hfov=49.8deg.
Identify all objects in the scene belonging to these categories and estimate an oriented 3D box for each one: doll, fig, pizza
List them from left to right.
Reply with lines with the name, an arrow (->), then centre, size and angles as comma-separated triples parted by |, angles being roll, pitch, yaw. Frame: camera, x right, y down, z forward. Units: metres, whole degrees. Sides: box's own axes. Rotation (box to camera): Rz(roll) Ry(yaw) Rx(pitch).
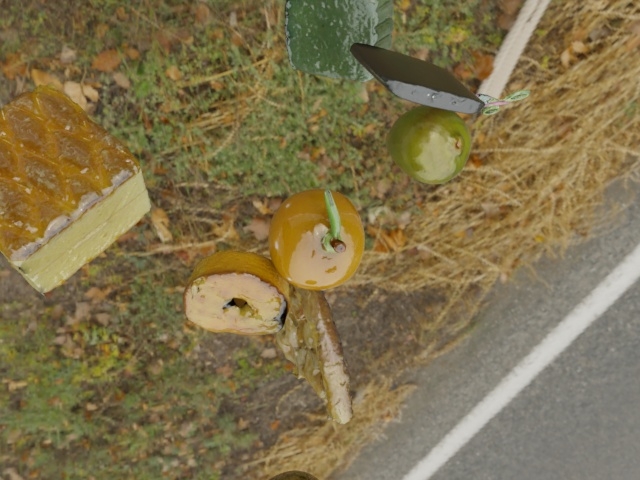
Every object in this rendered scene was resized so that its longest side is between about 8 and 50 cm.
pizza -> -0.039, 0.211, 1.763 | 0.080, 0.435, 0.392 | -13, 110, -24
doll -> 0.000, 0.000, 1.390 | 0.213, 0.236, 0.214 | -1, 92, -16
fig -> 0.282, -0.255, 1.794 | 0.207, 0.230, 0.207 | -4, 109, -14

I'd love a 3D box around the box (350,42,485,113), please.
box -> 0.169, -0.286, 1.215 | 0.212, 0.201, 0.042 | 6, 122, -27

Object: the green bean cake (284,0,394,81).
green bean cake -> 0.036, -0.458, 1.454 | 0.227, 0.125, 0.223 | 13, 126, 21

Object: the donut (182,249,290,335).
donut -> -0.181, 0.125, 1.501 | 0.253, 0.118, 0.254 | 2, 137, 2

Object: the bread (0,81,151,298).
bread -> -0.505, -0.096, 1.269 | 0.279, 0.279, 0.207 | -46, 167, -21

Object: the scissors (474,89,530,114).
scissors -> 0.417, -0.339, 1.688 | 0.187, 0.020, 0.133 | -8, 168, -41

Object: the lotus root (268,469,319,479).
lotus root -> -0.070, 0.597, 1.581 | 0.145, 0.129, 0.260 | -34, 177, -24
